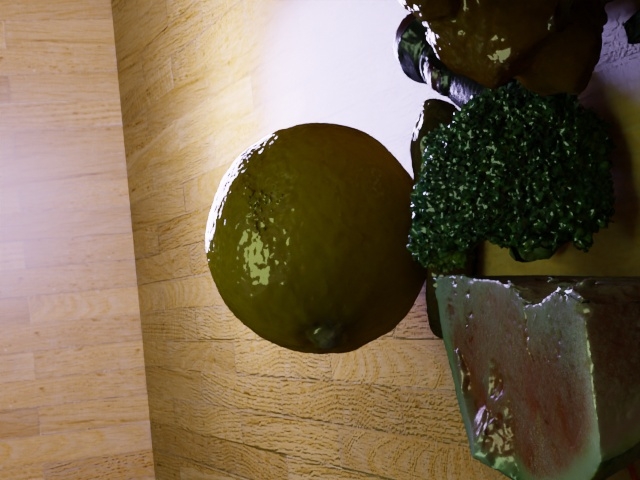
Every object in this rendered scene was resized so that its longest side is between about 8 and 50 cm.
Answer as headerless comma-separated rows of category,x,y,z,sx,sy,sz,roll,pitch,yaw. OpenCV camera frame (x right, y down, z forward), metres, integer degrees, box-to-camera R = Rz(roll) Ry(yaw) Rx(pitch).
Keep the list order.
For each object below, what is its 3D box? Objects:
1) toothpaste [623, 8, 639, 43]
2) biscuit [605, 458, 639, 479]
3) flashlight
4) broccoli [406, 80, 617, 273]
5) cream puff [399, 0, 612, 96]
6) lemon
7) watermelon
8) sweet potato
toothpaste,0.284,-0.193,1.168,0.083,0.017,0.020,133,130,-64
biscuit,0.272,0.221,1.242,0.277,0.052,0.262,119,142,-56
flashlight,0.154,-0.166,1.430,0.232,0.093,0.093,-123,34,-52
broccoli,0.184,-0.033,1.298,0.194,0.220,0.194,59,-179,-1
cream puff,0.164,-0.246,1.206,0.269,0.241,0.155,58,157,-1
lemon,-0.001,-0.001,1.635,0.293,0.293,0.293,175,90,-70
watermelon,0.203,0.089,1.163,0.180,0.224,0.305,46,167,-15
sweet potato,0.140,-0.020,1.529,0.075,0.075,0.273,-156,60,-68
